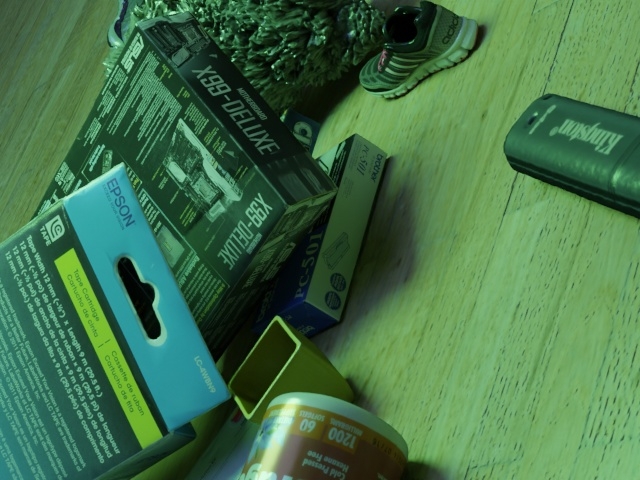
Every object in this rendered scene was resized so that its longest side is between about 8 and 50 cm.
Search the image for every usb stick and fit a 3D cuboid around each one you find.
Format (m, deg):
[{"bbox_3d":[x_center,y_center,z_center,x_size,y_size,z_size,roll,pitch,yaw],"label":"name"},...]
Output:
[{"bbox_3d":[0.224,-0.066,1.302,0.077,0.045,0.278,-58,23,0],"label":"usb stick"}]

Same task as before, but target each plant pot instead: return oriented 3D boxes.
[{"bbox_3d":[-0.019,0.131,1.476,0.081,0.083,0.081,-55,22,4],"label":"plant pot"}]

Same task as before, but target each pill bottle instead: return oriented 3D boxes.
[{"bbox_3d":[-0.019,0.237,1.294,0.121,0.121,0.216,-19,43,55],"label":"pill bottle"}]

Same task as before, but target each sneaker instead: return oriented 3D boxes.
[{"bbox_3d":[0.085,-0.201,1.709,0.170,0.075,0.063,-22,41,54],"label":"sneaker"},{"bbox_3d":[-0.269,-0.370,2.647,0.098,0.083,0.223,-20,43,23],"label":"sneaker"}]

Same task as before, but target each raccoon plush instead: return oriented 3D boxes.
[{"bbox_3d":[-0.097,-0.133,1.839,0.299,0.216,0.446,-18,49,50],"label":"raccoon plush"}]

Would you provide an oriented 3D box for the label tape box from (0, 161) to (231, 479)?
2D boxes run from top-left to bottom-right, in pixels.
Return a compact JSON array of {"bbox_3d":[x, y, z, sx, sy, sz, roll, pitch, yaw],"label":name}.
[{"bbox_3d":[-0.240,0.116,1.613,0.348,0.249,0.115,-33,-13,24],"label":"label tape box"}]

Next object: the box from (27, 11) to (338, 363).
[{"bbox_3d":[-0.146,-0.030,1.635,0.076,0.242,0.307,-19,-28,-47],"label":"box"}]

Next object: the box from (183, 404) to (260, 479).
[{"bbox_3d":[-0.068,0.229,1.505,0.145,0.038,0.186,-55,24,3],"label":"box"}]

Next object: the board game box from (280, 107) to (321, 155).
[{"bbox_3d":[-0.085,-0.008,1.771,0.243,0.042,0.165,-49,20,50],"label":"board game box"}]

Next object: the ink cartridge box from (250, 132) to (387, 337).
[{"bbox_3d":[0.000,0.000,1.655,0.097,0.046,0.207,-31,35,49],"label":"ink cartridge box"}]
